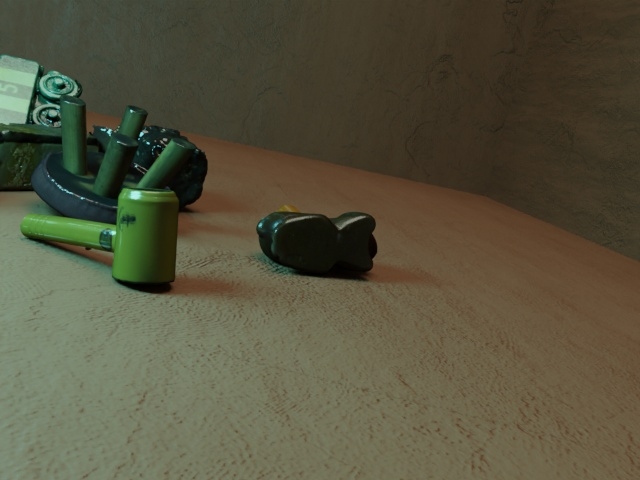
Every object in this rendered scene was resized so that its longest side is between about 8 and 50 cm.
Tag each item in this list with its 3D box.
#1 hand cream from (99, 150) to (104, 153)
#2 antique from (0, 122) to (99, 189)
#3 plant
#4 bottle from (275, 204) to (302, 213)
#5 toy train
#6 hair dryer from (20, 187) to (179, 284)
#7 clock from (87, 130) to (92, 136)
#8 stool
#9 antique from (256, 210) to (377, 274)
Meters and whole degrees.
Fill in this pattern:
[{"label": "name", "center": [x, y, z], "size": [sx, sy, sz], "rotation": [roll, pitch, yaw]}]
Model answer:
[{"label": "hand cream", "center": [-0.645, -0.284, 1.966], "size": [0.203, 0.083, 0.084], "rotation": [16, 11, 35]}, {"label": "antique", "center": [-0.621, -0.177, 1.374], "size": [0.150, 0.125, 0.284], "rotation": [17, 12, 19]}, {"label": "plant", "center": [-0.383, -0.176, 1.513], "size": [0.234, 0.178, 0.204], "rotation": [23, 17, 34]}, {"label": "bottle", "center": [-0.051, -0.024, 1.446], "size": [0.069, 0.069, 0.187], "rotation": [9, 14, -22]}, {"label": "toy train", "center": [-0.723, -0.310, 1.609], "size": [0.238, 0.166, 0.299], "rotation": [10, 48, -21]}, {"label": "hair dryer", "center": [-0.343, -0.020, 0.996], "size": [0.279, 0.134, 0.090], "rotation": [8, 8, 22]}, {"label": "clock", "center": [-0.728, -0.281, 1.855], "size": [0.145, 0.073, 0.193], "rotation": [8, 13, -24]}, {"label": "stool", "center": [-0.394, -0.147, 1.256], "size": [0.272, 0.178, 0.272], "rotation": [23, 20, -9]}, {"label": "antique", "center": [0.000, 0.000, 1.291], "size": [0.257, 0.121, 0.143], "rotation": [0, 8, -25]}]
